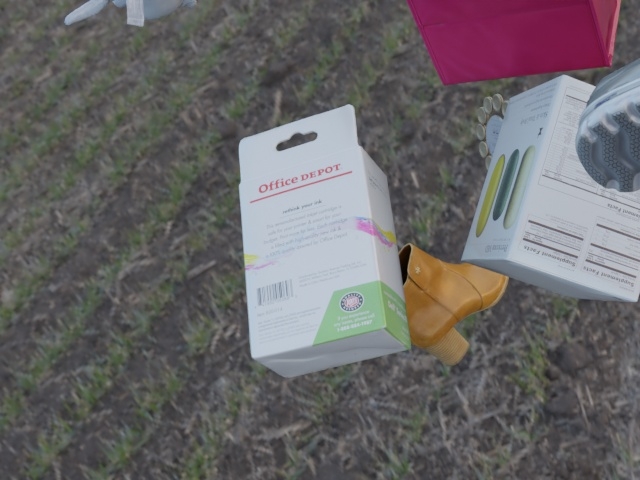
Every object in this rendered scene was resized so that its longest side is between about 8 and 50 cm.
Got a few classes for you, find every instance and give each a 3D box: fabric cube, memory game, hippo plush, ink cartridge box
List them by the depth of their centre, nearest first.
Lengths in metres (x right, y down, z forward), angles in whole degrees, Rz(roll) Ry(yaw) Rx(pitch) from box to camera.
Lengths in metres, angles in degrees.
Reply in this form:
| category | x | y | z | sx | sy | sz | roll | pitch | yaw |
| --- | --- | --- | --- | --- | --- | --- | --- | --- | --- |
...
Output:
| category | x | y | z | sx | sy | sz | roll | pitch | yaw |
| --- | --- | --- | --- | --- | --- | --- | --- | --- | --- |
| ink cartridge box | 0.000 | 0.000 | 1.466 | 0.207 | 0.119 | 0.353 | -15 | 64 | 20 |
| fabric cube | 0.284 | -0.412 | 1.470 | 0.258 | 0.259 | 0.254 | -1 | 53 | 29 |
| hippo plush | -0.266 | -0.465 | 1.703 | 0.234 | 0.236 | 0.294 | 3 | 82 | 9 |
| memory game | 0.375 | -0.215 | 2.103 | 0.012 | 0.186 | 0.186 | -11 | 35 | -19 |

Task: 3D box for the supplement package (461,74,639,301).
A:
| category | x | y | z | sx | sy | sz | roll | pitch | yaw |
| --- | --- | --- | --- | --- | --- | --- | --- | --- | --- |
| supplement package | 0.356 | -0.066 | 1.439 | 0.199 | 0.198 | 0.263 | 172 | 116 | -79 |

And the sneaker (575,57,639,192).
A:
| category | x | y | z | sx | sy | sz | roll | pitch | yaw |
| --- | --- | --- | --- | --- | --- | --- | --- | --- | --- |
| sneaker | 0.313 | -0.134 | 0.705 | 0.281 | 0.105 | 0.115 | -17 | 33 | 23 |

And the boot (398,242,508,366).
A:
| category | x | y | z | sx | sy | sz | roll | pitch | yaw |
| --- | --- | --- | --- | --- | --- | --- | --- | --- | --- |
| boot | 0.232 | 0.064 | 1.862 | 0.104 | 0.211 | 0.295 | -8 | 45 | 51 |
